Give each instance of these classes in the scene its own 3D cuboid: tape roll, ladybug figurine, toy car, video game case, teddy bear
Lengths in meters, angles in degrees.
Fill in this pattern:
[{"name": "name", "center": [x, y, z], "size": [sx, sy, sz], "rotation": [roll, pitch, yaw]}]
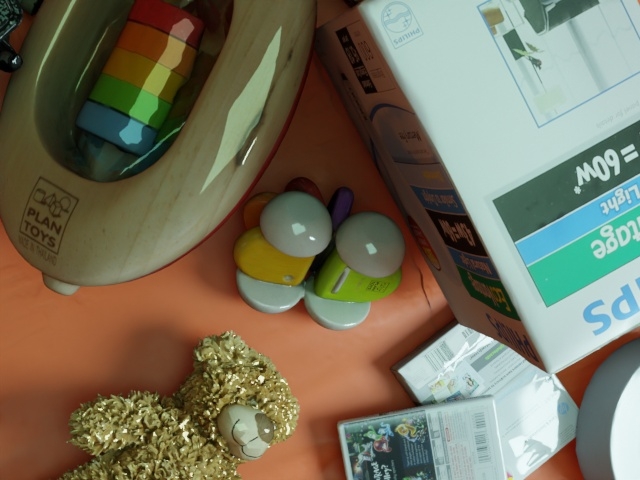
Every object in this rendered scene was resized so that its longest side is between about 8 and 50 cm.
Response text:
[{"name": "tape roll", "center": [0.395, 0.216, 1.653], "size": [0.219, 0.072, 0.219], "rotation": [0, 91, -23]}, {"name": "ladybug figurine", "center": [-0.153, -0.147, 1.476], "size": [0.305, 0.162, 0.449], "rotation": [29, 90, 28]}, {"name": "toy car", "center": [0.000, 0.000, 1.565], "size": [0.182, 0.159, 0.136], "rotation": [15, 50, -12]}, {"name": "video game case", "center": [0.118, 0.273, 1.612], "size": [0.173, 0.022, 0.190], "rotation": [-10, 99, -1]}, {"name": "teddy bear", "center": [-0.163, 0.251, 1.531], "size": [0.338, 0.113, 0.245], "rotation": [-24, 97, -11]}]

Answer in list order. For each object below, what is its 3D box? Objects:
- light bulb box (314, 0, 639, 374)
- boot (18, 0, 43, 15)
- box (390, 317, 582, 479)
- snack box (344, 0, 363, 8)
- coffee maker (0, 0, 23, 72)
[{"name": "light bulb box", "center": [0.184, -0.100, 1.409], "size": [0.225, 0.358, 0.361], "rotation": [-29, 96, -5]}, {"name": "boot", "center": [-0.342, -0.354, 1.521], "size": [0.208, 0.076, 0.189], "rotation": [33, 81, -3]}, {"name": "box", "center": [0.189, 0.174, 1.645], "size": [0.145, 0.038, 0.186], "rotation": [-37, 97, -10]}, {"name": "snack box", "center": [0.034, -0.375, 1.596], "size": [0.207, 0.070, 0.174], "rotation": [43, 81, -9]}, {"name": "coffee maker", "center": [-0.382, -0.194, 1.449], "size": [0.171, 0.178, 0.120], "rotation": [-21, 92, -15]}]
